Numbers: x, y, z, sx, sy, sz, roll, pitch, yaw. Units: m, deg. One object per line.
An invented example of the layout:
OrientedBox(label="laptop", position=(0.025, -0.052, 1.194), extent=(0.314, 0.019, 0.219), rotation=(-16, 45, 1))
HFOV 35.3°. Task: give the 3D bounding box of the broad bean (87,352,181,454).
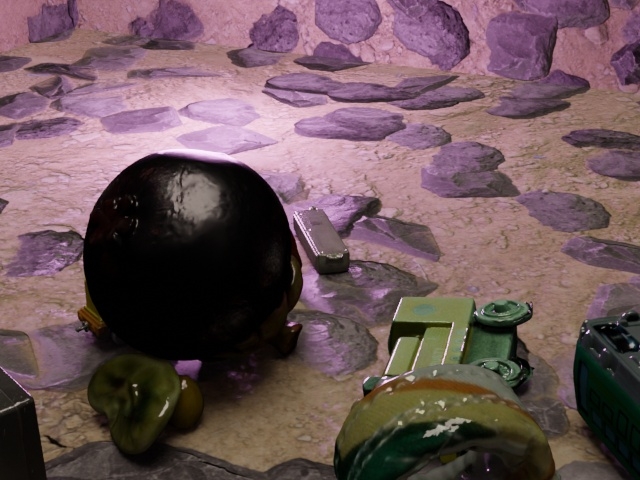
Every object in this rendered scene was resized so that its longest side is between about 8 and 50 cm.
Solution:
OrientedBox(label="broad bean", position=(-0.289, 0.256, 1.601), extent=(0.206, 0.153, 0.072), rotation=(23, -11, 47))

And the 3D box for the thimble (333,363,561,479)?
OrientedBox(label="thimble", position=(0.167, 0.297, 1.338), extent=(0.288, 0.254, 0.167), rotation=(-6, 30, -11))

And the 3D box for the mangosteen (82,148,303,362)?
OrientedBox(label="mangosteen", position=(-0.196, 0.038, 1.746), extent=(0.435, 0.382, 0.382), rotation=(28, 2, -43))

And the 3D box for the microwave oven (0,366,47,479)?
OrientedBox(label="microwave oven", position=(-0.626, 0.283, 1.400), extent=(0.374, 0.236, 0.432), rotation=(-19, 31, -35))

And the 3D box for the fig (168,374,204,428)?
OrientedBox(label="fig", position=(-0.224, 0.258, 1.628), extent=(0.074, 0.088, 0.074), rotation=(7, 10, -1))

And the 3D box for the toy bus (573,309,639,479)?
OrientedBox(label="toy bus", position=(0.518, 0.260, 1.478), extent=(0.183, 0.199, 0.343), rotation=(-4, 25, -14))

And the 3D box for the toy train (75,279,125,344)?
OrientedBox(label="toy train", position=(-0.362, 0.114, 1.891), extent=(0.219, 0.127, 0.089), rotation=(-19, 31, -33))

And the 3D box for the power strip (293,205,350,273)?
OrientedBox(label="power strip", position=(0.001, 0.000, 2.221), extent=(0.078, 0.052, 0.272), rotation=(-6, 27, -13))

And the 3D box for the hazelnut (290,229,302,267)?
OrientedBox(label="hazelnut", position=(-0.133, 0.027, 2.071), extent=(0.170, 0.160, 0.202), rotation=(-22, 68, -15))

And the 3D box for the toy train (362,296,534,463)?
OrientedBox(label="toy train", position=(0.219, 0.217, 1.642), extent=(0.253, 0.160, 0.397), rotation=(-1, 24, 16))
